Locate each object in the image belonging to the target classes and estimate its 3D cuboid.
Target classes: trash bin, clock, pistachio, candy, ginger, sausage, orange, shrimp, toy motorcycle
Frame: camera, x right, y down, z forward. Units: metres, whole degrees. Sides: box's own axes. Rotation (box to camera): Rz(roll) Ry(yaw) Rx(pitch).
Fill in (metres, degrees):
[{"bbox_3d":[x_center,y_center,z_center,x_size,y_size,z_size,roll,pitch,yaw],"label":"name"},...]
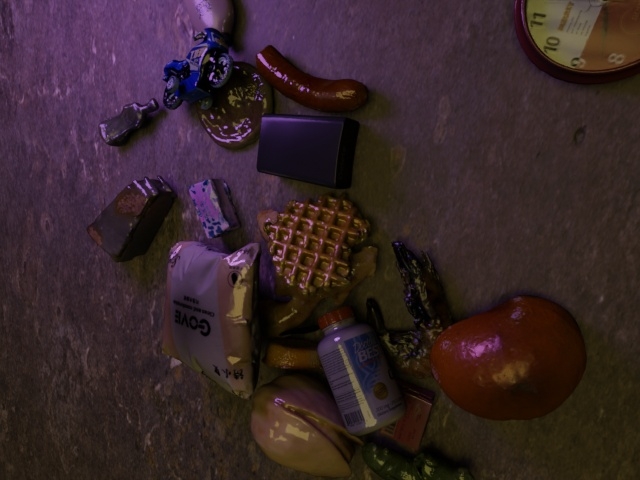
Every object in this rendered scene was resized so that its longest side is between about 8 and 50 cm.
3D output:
[{"bbox_3d":[-0.035,-0.227,1.041,0.225,0.115,0.165,12,103,21],"label":"trash bin"},{"bbox_3d":[0.541,-0.461,0.792,0.318,0.080,0.319,6,103,25],"label":"clock"},{"bbox_3d":[-0.037,0.492,1.115,0.321,0.229,0.238,35,153,-1],"label":"pistachio"},{"bbox_3d":[-0.299,-0.092,1.188,0.092,0.073,0.160,-20,92,22],"label":"candy"},{"bbox_3d":[0.250,0.595,1.089,0.289,0.089,0.137,2,135,29],"label":"ginger"},{"bbox_3d":[-0.028,-0.382,1.027,0.302,0.076,0.103,28,109,14],"label":"sausage"},{"bbox_3d":[0.428,0.270,0.940,0.310,0.274,0.274,-27,89,-15],"label":"orange"},{"bbox_3d":[0.206,0.183,1.050,0.233,0.071,0.365,-16,99,28],"label":"shrimp"},{"bbox_3d":[-0.043,0.124,1.105,0.348,0.122,0.363,15,95,27],"label":"ginger"},{"bbox_3d":[-0.316,-0.437,1.072,0.315,0.113,0.169,-1,79,41],"label":"toy motorcycle"}]

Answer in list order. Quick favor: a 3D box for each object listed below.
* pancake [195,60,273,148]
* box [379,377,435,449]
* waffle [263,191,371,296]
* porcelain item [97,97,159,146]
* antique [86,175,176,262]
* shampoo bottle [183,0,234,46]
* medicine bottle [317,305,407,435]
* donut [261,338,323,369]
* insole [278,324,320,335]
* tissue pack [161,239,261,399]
[{"bbox_3d":[-0.240,-0.363,1.128,0.241,0.050,0.242,4,101,22],"label":"pancake"},{"bbox_3d":[0.226,0.449,1.090,0.111,0.060,0.156,19,107,20],"label":"box"},{"bbox_3d":[0.000,-0.001,1.021,0.291,0.051,0.291,-3,61,6],"label":"waffle"},{"bbox_3d":[-0.561,-0.363,1.242,0.215,0.069,0.081,-24,87,24],"label":"porcelain item"},{"bbox_3d":[-0.557,-0.078,1.263,0.150,0.125,0.284,48,113,6],"label":"antique"},{"bbox_3d":[-0.296,-0.622,1.087,0.127,0.078,0.257,-24,94,21],"label":"shampoo bottle"},{"bbox_3d":[0.088,0.312,1.040,0.157,0.157,0.289,-30,72,23],"label":"medicine bottle"},{"bbox_3d":[-0.067,0.304,1.125,0.162,0.178,0.066,-7,75,61],"label":"donut"},{"bbox_3d":[-0.051,0.240,1.115,0.053,0.152,0.002,-42,60,34],"label":"insole"},{"bbox_3d":[-0.279,0.187,1.130,0.375,0.195,0.390,7,97,43],"label":"tissue pack"}]
